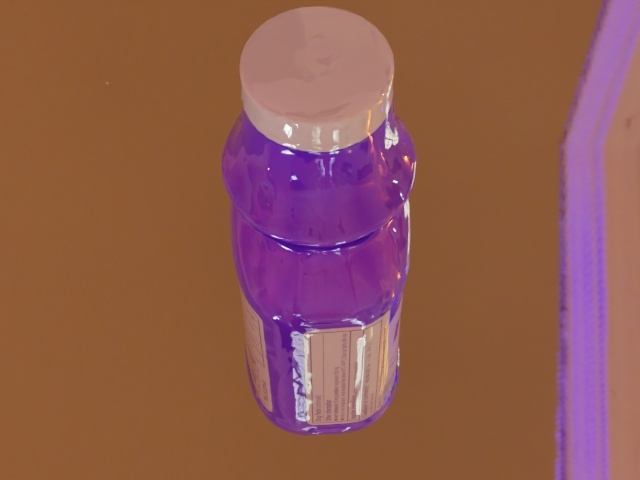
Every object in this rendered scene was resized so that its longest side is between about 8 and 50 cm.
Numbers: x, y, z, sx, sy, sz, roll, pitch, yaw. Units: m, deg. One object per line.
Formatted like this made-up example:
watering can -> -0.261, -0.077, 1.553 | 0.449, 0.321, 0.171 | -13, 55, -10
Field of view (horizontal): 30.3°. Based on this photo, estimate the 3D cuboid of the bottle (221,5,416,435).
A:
bottle -> 0.000, 0.000, 0.616 | 0.092, 0.282, 0.118 | -3, -123, -2
